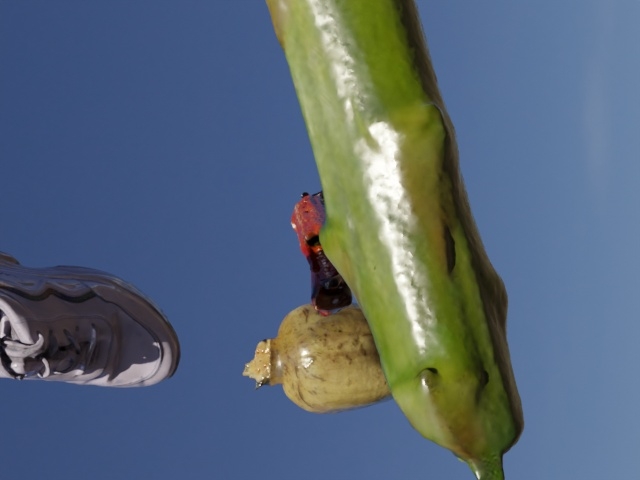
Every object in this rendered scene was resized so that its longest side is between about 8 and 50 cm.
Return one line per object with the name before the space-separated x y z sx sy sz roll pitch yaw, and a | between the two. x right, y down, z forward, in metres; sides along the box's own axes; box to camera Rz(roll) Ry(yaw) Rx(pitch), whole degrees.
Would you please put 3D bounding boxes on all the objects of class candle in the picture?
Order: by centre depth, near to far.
candle | 0.000 0.000 1.612 0.301 0.059 0.084 -104 22 -70

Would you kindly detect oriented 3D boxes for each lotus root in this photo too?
lotus root | 0.032 0.153 1.869 0.140 0.257 0.154 129 134 -61

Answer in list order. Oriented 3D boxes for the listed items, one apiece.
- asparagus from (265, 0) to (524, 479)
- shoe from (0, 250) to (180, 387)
asparagus | 0.030 -0.049 0.667 0.082 0.085 0.343 -14 -97 -24
shoe | -0.233 0.079 1.176 0.137 0.245 0.095 -111 42 -66
